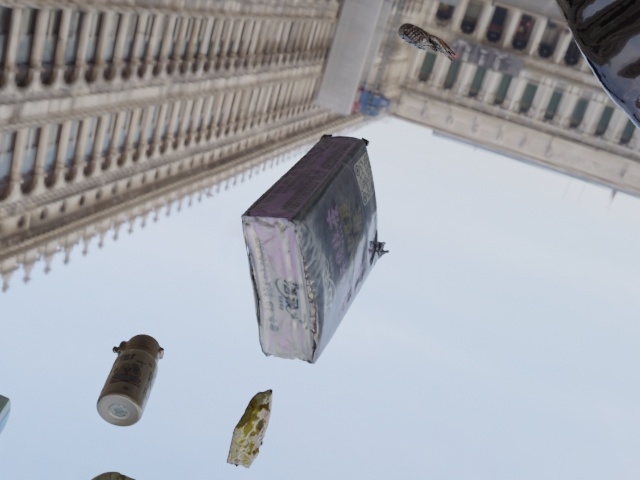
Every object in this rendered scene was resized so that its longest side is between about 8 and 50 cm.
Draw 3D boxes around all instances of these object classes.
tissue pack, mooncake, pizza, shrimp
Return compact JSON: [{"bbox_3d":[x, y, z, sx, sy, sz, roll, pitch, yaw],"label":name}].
[{"bbox_3d":[0.000,0.000,1.258,0.122,0.259,0.361,3,-152,22],"label":"tissue pack"},{"bbox_3d":[0.386,-0.233,0.841,0.283,0.141,0.283,27,-137,-29],"label":"mooncake"},{"bbox_3d":[-0.111,0.316,1.231,0.035,0.160,0.099,21,-160,15],"label":"pizza"},{"bbox_3d":[0.152,-0.285,1.082,0.092,0.029,0.038,26,-174,8],"label":"shrimp"}]

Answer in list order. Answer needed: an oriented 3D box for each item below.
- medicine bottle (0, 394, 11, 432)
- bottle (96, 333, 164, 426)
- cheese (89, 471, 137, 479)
[{"bbox_3d":[-0.706,0.408,1.536,0.083,0.121,0.229,28,-167,-13],"label":"medicine bottle"},{"bbox_3d":[-0.405,0.286,1.614,0.110,0.097,0.209,13,-147,-4],"label":"bottle"},{"bbox_3d":[-0.463,0.523,1.561,0.097,0.192,0.037,41,-146,-38],"label":"cheese"}]
